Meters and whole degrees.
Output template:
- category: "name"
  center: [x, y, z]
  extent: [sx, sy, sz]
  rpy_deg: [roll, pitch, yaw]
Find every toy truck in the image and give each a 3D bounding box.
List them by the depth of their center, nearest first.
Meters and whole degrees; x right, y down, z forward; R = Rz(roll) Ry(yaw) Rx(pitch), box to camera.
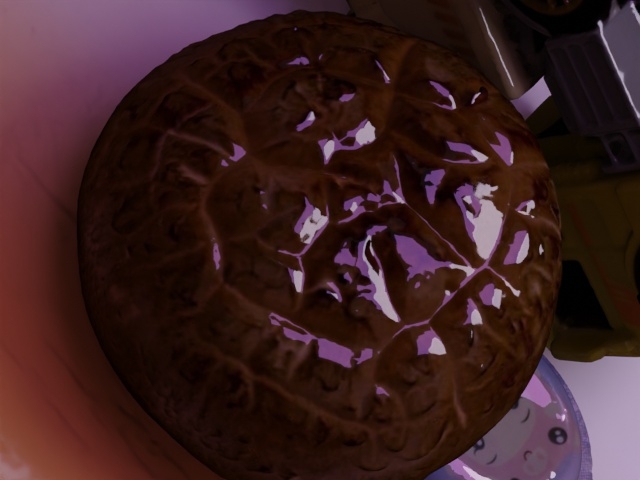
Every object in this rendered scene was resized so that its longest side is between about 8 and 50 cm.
- category: "toy truck"
  center: [0.132, -0.123, 1.033]
  extent: [0.180, 0.254, 0.405]
  rpy_deg: [-43, 114, -36]

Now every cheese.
- category: "cheese"
  center: [0.061, 0.077, 1.019]
  extent: [0.244, 0.052, 0.135]
  rpy_deg: [46, 54, -1]

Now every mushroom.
- category: "mushroom"
  center: [0.000, 0.000, 0.927]
  extent: [0.253, 0.153, 0.253]
  rpy_deg: [2, 68, -6]
